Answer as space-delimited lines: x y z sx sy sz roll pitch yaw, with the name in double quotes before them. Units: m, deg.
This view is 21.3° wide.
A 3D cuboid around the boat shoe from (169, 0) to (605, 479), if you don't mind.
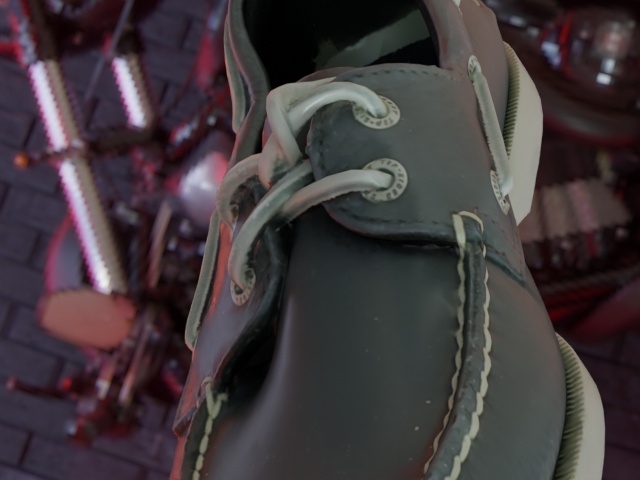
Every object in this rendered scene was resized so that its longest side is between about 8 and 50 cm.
"boat shoe" 0.000 0.000 0.445 0.116 0.319 0.099 -24 116 20
